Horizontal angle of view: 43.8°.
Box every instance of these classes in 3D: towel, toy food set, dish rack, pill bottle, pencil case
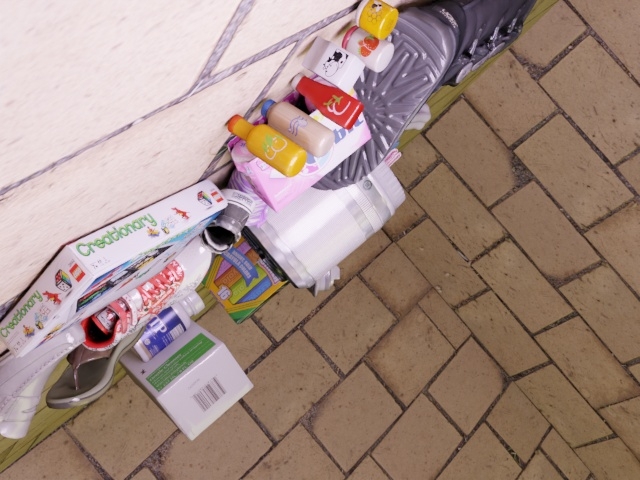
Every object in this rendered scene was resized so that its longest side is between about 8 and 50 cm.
[{"bbox_3d":[0.101,-0.133,1.701,0.144,0.029,0.197,-42,180,-4],"label":"towel"},{"bbox_3d":[-0.004,-0.196,0.966,0.232,0.104,0.111,-59,161,9],"label":"toy food set"},{"bbox_3d":[0.000,0.000,2.171,0.072,0.285,0.333,-1,-178,-7],"label":"dish rack"},{"bbox_3d":[-0.364,0.181,1.828,0.187,0.112,0.112,-40,178,-20],"label":"pill bottle"},{"bbox_3d":[-0.098,-0.087,1.247,0.086,0.088,0.206,-51,-177,-21],"label":"pencil case"}]

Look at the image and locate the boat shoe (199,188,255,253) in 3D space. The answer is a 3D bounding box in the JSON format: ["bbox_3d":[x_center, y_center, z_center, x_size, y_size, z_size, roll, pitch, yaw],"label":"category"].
[{"bbox_3d":[-0.164,-0.019,1.256,0.070,0.078,0.219,-70,-168,-19],"label":"boat shoe"}]

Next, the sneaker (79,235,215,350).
[{"bbox_3d":[-0.301,0.093,1.371,0.270,0.090,0.145,-38,-179,15],"label":"sneaker"}]

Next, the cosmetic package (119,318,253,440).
[{"bbox_3d":[-0.343,0.299,1.900,0.197,0.155,0.365,-41,-149,-19],"label":"cosmetic package"}]

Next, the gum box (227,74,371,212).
[{"bbox_3d":[-0.031,-0.135,1.094,0.188,0.062,0.107,-40,140,-11],"label":"gum box"}]

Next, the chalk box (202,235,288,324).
[{"bbox_3d":[-0.159,0.061,2.144,0.289,0.179,0.180,-42,177,3],"label":"chalk box"}]

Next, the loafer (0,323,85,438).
[{"bbox_3d":[-0.470,0.244,1.196,0.319,0.111,0.112,-40,178,4],"label":"loafer"}]

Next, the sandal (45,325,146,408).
[{"bbox_3d":[-0.449,0.220,1.563,0.120,0.086,0.302,-7,-150,21],"label":"sandal"}]

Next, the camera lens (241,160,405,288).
[{"bbox_3d":[-0.011,-0.063,1.463,0.274,0.219,0.219,-40,178,-3],"label":"camera lens"}]

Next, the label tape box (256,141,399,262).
[{"bbox_3d":[-0.013,-0.121,1.767,0.348,0.115,0.249,-40,179,32],"label":"label tape box"}]

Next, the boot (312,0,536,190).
[{"bbox_3d":[0.166,-0.286,1.337,0.367,0.146,0.445,-40,-177,41],"label":"boot"}]

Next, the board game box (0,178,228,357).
[{"bbox_3d":[-0.269,0.029,1.069,0.193,0.053,0.305,-41,178,31],"label":"board game box"}]

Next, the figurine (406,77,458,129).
[{"bbox_3d":[0.183,-0.306,1.674,0.209,0.092,0.215,-24,158,-53],"label":"figurine"}]
